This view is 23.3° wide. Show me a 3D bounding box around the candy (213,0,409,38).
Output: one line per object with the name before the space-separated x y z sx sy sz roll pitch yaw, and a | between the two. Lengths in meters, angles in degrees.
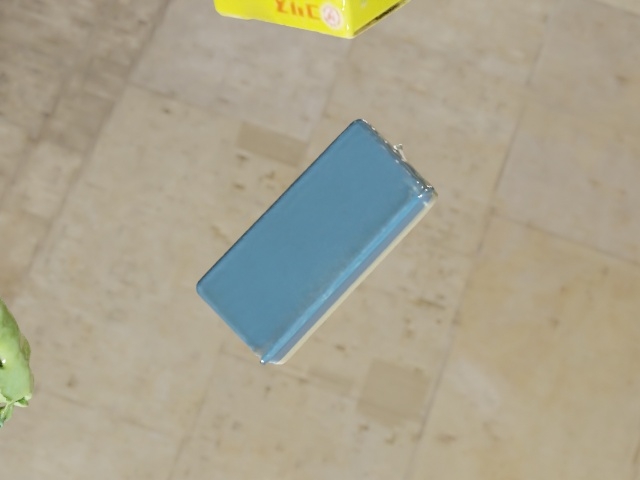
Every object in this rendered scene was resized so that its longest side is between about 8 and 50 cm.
candy | -0.026 -0.291 1.112 0.088 0.146 0.276 -38 129 -39

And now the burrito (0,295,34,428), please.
burrito | -0.242 0.006 0.864 0.288 0.104 0.054 70 28 -44

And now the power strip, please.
power strip | 0.000 0.000 0.765 0.123 0.056 0.032 -46 162 5
